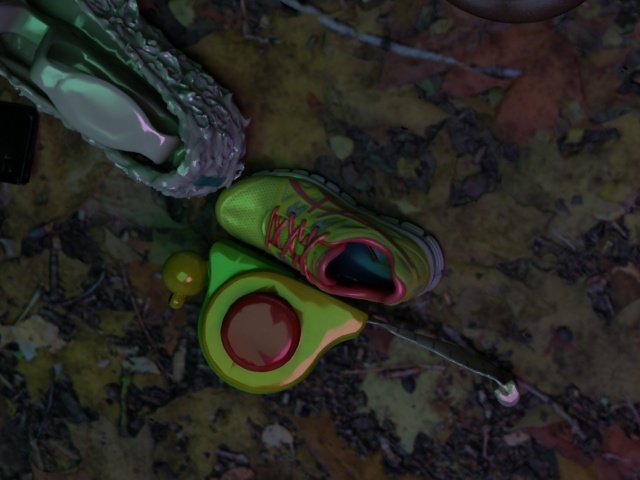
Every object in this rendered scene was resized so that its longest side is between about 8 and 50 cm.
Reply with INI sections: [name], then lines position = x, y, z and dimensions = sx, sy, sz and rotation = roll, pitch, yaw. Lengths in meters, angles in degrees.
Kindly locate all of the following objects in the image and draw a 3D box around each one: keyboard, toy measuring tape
[keyboard]
position = -0.352, -0.088, 1.812
dimensions = 0.192, 0.038, 0.100
rotation = 11, 88, 15
[toy measuring tape]
position = 0.006, 0.103, 1.717
dimensions = 0.330, 0.121, 0.121
rotation = 25, 114, -1

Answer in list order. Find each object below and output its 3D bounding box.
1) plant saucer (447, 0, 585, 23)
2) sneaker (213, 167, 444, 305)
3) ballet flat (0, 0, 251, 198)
[plant saucer]
position = 0.152, -0.269, 1.578
dimensions = 0.198, 0.036, 0.198
rotation = 5, 109, 15
[sneaker]
position = 0.000, 0.000, 1.688
dimensions = 0.208, 0.094, 0.081
rotation = 18, 115, 13
[ballet flat]
position = -0.235, -0.180, 1.680
dimensions = 0.409, 0.147, 0.147
rotation = 37, 115, 3
